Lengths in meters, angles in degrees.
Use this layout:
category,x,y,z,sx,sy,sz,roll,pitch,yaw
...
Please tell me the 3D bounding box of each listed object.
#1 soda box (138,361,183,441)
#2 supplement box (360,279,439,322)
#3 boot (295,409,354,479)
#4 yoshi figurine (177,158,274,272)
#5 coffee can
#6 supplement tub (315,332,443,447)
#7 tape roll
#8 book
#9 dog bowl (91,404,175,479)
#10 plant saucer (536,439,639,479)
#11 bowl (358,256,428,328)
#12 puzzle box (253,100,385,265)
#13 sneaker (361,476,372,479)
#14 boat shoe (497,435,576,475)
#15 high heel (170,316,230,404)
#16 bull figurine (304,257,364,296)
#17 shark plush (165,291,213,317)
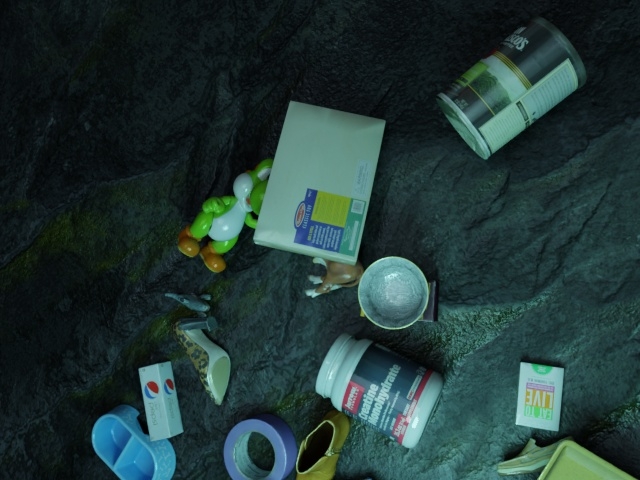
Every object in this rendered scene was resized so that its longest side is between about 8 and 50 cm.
category,x,y,z,sx,sy,sz,roll,pitch,yaw
soda box,-0.478,0.479,1.538,0.073,0.069,0.216,-17,79,17
supplement box,0.205,0.151,1.318,0.188,0.080,0.104,2,84,21
boot,-0.020,0.555,1.284,0.104,0.211,0.295,28,94,21
yoshi figurine,-0.226,-0.068,1.456,0.203,0.203,0.362,44,97,3
coffee can,0.447,-0.357,1.224,0.275,0.201,0.202,-39,73,12
supplement tub,0.145,0.360,1.257,0.272,0.191,0.191,23,92,21
tape roll,-0.164,0.579,1.405,0.188,0.080,0.189,-2,84,20
book,0.515,0.366,1.209,0.096,0.035,0.145,5,84,17
dog bowl,-0.575,0.631,1.553,0.297,0.074,0.166,34,96,21
plant saucer,0.573,0.631,1.097,0.332,0.081,0.333,30,95,6
bowl,0.183,0.128,1.242,0.170,0.080,0.170,-3,81,20
puzzle box,0.002,-0.157,1.355,0.271,0.052,0.410,13,74,2
sneaker,0.095,0.635,1.299,0.185,0.069,0.084,16,85,-2
boat shoe,0.497,0.495,1.187,0.189,0.068,0.072,-16,66,7
high heel,-0.362,0.353,1.518,0.186,0.093,0.262,-9,89,37
bull figurine,0.000,0.000,1.402,0.188,0.101,0.311,-34,68,21
shark plush,-0.395,0.175,1.542,0.161,0.067,0.073,28,94,21
